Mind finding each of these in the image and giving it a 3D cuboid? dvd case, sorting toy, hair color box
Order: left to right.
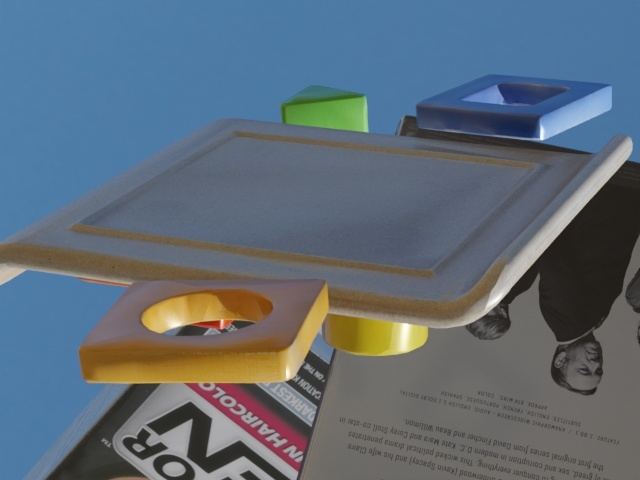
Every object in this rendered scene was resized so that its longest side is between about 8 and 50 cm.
[{"bbox_3d":[-0.075,0.168,1.132,0.374,0.185,0.113,-47,-172,32],"label":"hair color box"},{"bbox_3d":[0.000,0.000,0.684,0.196,0.347,0.047,3,-72,23],"label":"sorting toy"},{"bbox_3d":[0.098,0.058,0.911,0.179,0.029,0.239,13,-117,8],"label":"dvd case"}]
